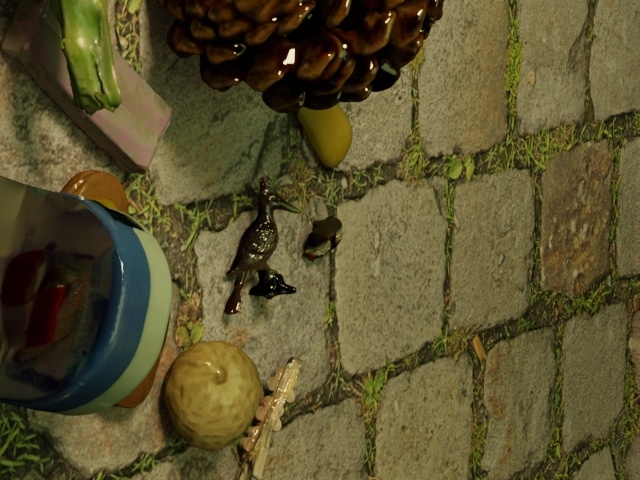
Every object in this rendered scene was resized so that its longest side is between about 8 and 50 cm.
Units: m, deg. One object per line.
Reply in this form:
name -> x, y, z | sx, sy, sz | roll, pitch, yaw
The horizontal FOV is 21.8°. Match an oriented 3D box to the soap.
soap -> 0.005, -0.183, 2.520 | 0.089, 0.033, 0.168 | -63, 142, -31

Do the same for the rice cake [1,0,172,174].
rice cake -> -0.286, -0.199, 2.068 | 0.298, 0.050, 0.106 | 48, 55, -49

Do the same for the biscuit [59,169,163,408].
biscuit -> -0.269, 0.066, 2.136 | 0.277, 0.052, 0.262 | 43, 61, -51

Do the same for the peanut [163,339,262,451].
peanut -> -0.148, 0.212, 2.292 | 0.140, 0.109, 0.159 | -59, 141, -33

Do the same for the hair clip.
hair clip -> -0.080, 0.269, 2.463 | 0.062, 0.056, 0.214 | 43, 51, -32

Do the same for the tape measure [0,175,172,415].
tape measure -> -0.302, 0.069, 1.921 | 0.138, 0.262, 0.259 | 25, 75, -66

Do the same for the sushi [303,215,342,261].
sushi -> 0.000, 0.000, 2.552 | 0.083, 0.044, 0.046 | -40, 149, -44

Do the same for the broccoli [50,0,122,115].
broccoli -> -0.289, -0.297, 1.920 | 0.198, 0.177, 0.274 | -93, 170, -60

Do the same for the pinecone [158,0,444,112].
pinecone -> -0.008, -0.361, 2.155 | 0.398, 0.398, 0.397 | -14, 107, -55

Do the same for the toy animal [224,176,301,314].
toy animal -> -0.086, 0.009, 2.392 | 0.105, 0.070, 0.202 | 6, 95, -38
